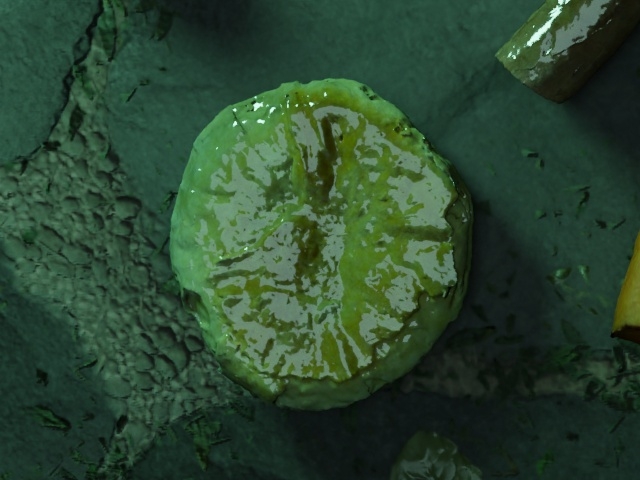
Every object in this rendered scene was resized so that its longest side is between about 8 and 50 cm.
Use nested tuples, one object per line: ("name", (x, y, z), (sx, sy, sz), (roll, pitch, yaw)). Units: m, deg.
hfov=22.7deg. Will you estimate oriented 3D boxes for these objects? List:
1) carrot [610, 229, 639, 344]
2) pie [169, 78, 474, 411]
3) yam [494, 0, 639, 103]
("carrot", (0.329, -0.013, 1.337), (0.159, 0.159, 0.225), (4, 84, 14))
("pie", (0.000, 0.000, 1.448), (0.306, 0.071, 0.306), (1, 95, 11))
("yam", (0.221, -0.184, 1.375), (0.084, 0.084, 0.127), (41, 106, 8))
